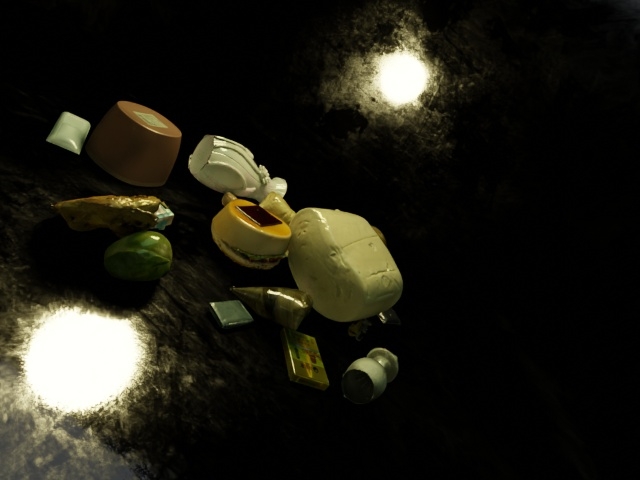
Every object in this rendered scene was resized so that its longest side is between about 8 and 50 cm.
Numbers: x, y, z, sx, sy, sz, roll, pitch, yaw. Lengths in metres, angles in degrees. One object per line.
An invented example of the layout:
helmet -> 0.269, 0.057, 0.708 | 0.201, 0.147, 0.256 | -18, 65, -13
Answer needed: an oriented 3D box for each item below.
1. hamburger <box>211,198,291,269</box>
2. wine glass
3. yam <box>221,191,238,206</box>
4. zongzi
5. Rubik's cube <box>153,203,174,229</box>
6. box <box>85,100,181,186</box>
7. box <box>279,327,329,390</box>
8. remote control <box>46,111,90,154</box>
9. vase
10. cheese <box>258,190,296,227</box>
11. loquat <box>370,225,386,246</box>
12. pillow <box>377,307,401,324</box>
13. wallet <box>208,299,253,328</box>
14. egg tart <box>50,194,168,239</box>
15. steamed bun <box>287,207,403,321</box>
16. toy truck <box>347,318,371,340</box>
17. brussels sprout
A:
hamburger -> -0.251, -0.015, 1.548 | 0.300, 0.176, 0.300 | 28, 20, -11
wine glass -> 0.154, 0.415, 1.314 | 0.126, 0.126, 0.241 | 43, 17, 21
yam -> -0.283, -0.079, 1.818 | 0.357, 0.081, 0.081 | 40, 18, 13
zongzi -> -0.149, 0.192, 1.370 | 0.242, 0.112, 0.221 | 19, 2, 8
Rubik's cube -> -0.523, -0.074, 1.375 | 0.075, 0.073, 0.084 | -5, 47, -40
box -> -0.677, -0.363, 1.581 | 0.301, 0.216, 0.301 | 31, 20, -13
box -> -0.051, 0.346, 1.258 | 0.121, 0.030, 0.193 | 26, 20, -28
remote control -> -0.889, -0.391, 1.518 | 0.103, 0.051, 0.293 | 24, 21, -32
vase -> -0.364, -0.291, 1.951 | 0.445, 0.250, 0.250 | 28, 19, -42
cheese -> -0.161, -0.097, 1.763 | 0.214, 0.117, 0.226 | 46, -1, -17
loquat -> 0.179, 0.074, 1.951 | 0.276, 0.284, 0.276 | -1, 20, 1
pillow -> 0.269, 0.302, 1.924 | 0.141, 0.055, 0.208 | 6, 33, -43
wallet -> -0.256, 0.212, 1.218 | 0.088, 0.026, 0.129 | 49, 20, 23
egg tart -> -0.550, -0.061, 1.134 | 0.297, 0.132, 0.297 | -1, 2, 0
steamed bun -> 0.068, 0.104, 1.655 | 0.371, 0.290, 0.456 | 0, 55, -52
toy truck -> 0.147, 0.332, 1.622 | 0.063, 0.052, 0.123 | 34, 18, 13
brussels sprout -> -0.455, 0.045, 1.100 | 0.183, 0.145, 0.131 | -5, 71, -57
